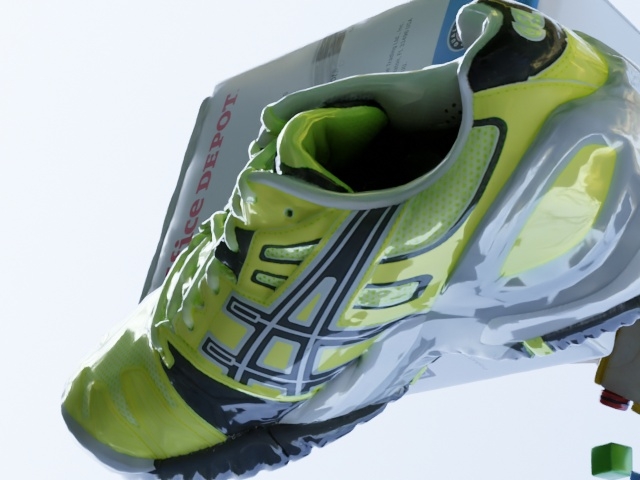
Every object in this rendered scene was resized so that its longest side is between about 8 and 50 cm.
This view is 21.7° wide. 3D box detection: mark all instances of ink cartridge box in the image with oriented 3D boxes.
[{"bbox_3d":[0.044,-0.024,1.061,0.307,0.129,0.223,-17,-131,44],"label":"ink cartridge box"}]

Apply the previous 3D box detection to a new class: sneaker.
[{"bbox_3d":[0.000,0.000,0.801,0.384,0.147,0.145,-29,-148,33],"label":"sneaker"}]

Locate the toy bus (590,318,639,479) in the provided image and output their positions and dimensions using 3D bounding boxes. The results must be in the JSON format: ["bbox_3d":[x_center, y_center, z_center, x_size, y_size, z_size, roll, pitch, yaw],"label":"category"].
[{"bbox_3d":[0.318,0.117,1.409,0.191,0.104,0.202,-39,-134,39],"label":"toy bus"}]

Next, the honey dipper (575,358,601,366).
[{"bbox_3d":[0.190,0.107,1.482,0.160,0.030,0.030,3,-135,-24],"label":"honey dipper"}]
